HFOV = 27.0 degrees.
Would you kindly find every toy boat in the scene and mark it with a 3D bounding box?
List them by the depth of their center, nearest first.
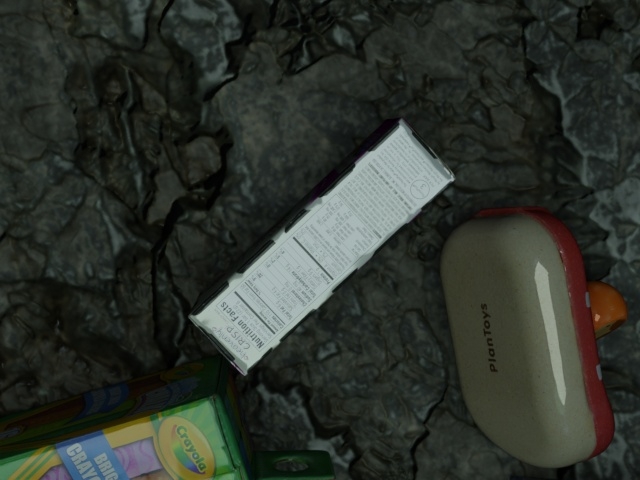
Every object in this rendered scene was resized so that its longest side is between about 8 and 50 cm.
[{"bbox_3d":[0.205,0.077,1.161,0.151,0.151,0.231,-14,97,-30],"label":"toy boat"}]

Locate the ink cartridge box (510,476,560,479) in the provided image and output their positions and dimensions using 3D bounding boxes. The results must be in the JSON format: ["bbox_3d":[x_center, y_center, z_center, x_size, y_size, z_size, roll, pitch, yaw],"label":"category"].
[{"bbox_3d":[0.291,0.427,1.179,0.270,0.151,0.396,5,97,-3],"label":"ink cartridge box"}]

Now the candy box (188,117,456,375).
[{"bbox_3d":[0.000,0.000,1.120,0.233,0.159,0.071,-42,94,3],"label":"candy box"}]

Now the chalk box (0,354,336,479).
[{"bbox_3d":[-0.134,0.213,1.126,0.288,0.180,0.179,-17,96,-2],"label":"chalk box"}]
